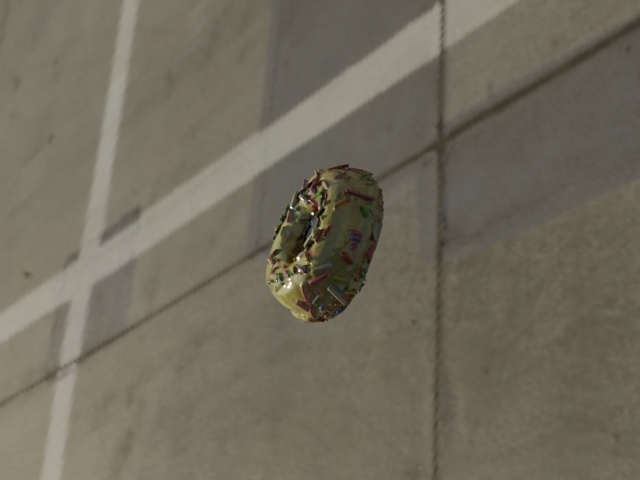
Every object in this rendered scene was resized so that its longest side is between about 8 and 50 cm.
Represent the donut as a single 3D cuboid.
[{"bbox_3d":[0.000,0.000,1.207,0.174,0.068,0.174,-53,24,36],"label":"donut"}]
